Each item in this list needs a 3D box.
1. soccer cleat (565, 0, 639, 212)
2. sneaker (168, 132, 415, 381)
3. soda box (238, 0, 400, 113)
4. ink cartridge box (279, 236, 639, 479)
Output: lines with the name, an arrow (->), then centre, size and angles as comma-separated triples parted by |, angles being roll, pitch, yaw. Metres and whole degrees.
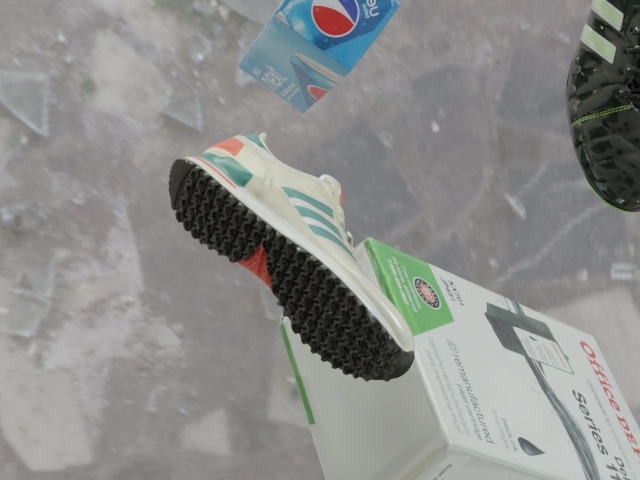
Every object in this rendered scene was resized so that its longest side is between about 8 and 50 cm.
soccer cleat -> 0.158, -0.103, 0.733 | 0.060, 0.072, 0.179 | 13, 73, -11
sneaker -> 0.000, 0.000, 0.782 | 0.161, 0.057, 0.075 | 41, 49, 18
soda box -> -0.005, -0.158, 1.186 | 0.071, 0.210, 0.067 | 37, 82, -6
ink cartridge box -> 0.093, 0.106, 0.877 | 0.087, 0.208, 0.153 | -45, 44, 26
